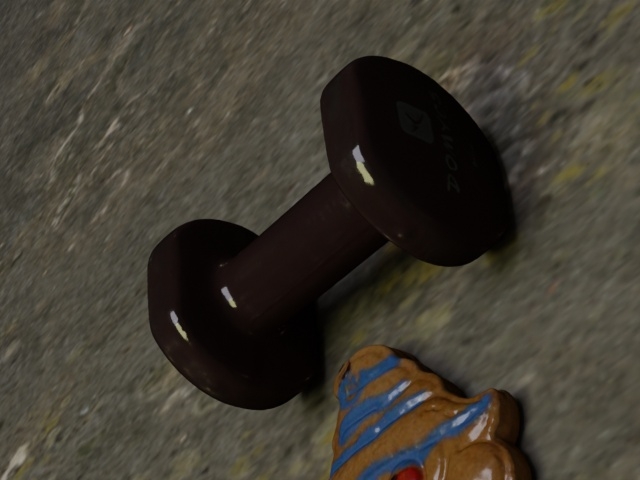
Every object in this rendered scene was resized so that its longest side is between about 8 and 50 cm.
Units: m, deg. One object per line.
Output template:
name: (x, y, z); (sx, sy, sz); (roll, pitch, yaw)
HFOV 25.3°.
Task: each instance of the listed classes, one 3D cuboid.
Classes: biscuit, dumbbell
biscuit: (0.052, 0.164, 0.799); (0.183, 0.043, 0.280); (-51, 32, 27)
dumbbell: (0.000, 0.000, 0.891); (0.225, 0.124, 0.140); (-41, 41, 33)
